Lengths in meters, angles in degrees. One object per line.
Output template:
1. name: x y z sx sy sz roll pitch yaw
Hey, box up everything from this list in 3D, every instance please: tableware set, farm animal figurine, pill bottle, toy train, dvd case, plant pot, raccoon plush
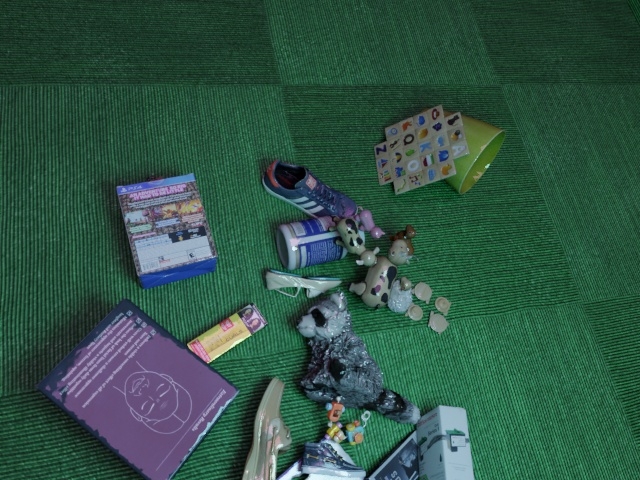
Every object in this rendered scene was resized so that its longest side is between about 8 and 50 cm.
1. tableware set: 0.374 0.231 1.724 0.169 0.020 0.141 31 62 0
2. farm animal figurine: 0.183 0.065 1.563 0.330 0.172 0.326 7 92 -31
3. pill bottle: 0.000 0.000 1.646 0.265 0.153 0.153 -11 71 -19
4. toy train: 0.078 0.521 1.426 0.166 0.046 0.125 26 85 -30
5. dvd case: 0.255 0.694 1.454 0.239 0.029 0.179 -25 76 -42
6. plant pot: 0.487 -0.368 1.889 0.293 0.274 0.275 39 63 20
7. raccoon plush: 0.109 0.362 1.554 0.446 0.216 0.299 37 44 -30

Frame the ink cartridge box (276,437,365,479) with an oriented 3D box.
1. ink cartridge box: 0.003 0.767 1.375 0.324 0.071 0.330 -32 76 -25

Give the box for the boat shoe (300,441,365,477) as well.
1. boat shoe: 0.038 0.604 1.385 0.183 0.065 0.083 10 65 -10

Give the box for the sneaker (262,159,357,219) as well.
1. sneaker: -0.027 -0.169 1.712 0.350 0.148 0.131 20 64 -6

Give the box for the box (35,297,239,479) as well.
1. box: -0.462 0.402 1.324 0.395 0.212 0.293 38 63 4

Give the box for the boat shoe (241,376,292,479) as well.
1. boat shoe: -0.133 0.550 1.382 0.110 0.121 0.341 10 60 3

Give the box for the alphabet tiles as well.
1. alphabet tiles: 0.357 -0.328 1.822 0.011 0.343 0.285 26 52 -53

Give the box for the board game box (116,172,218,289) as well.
1. board game box: -0.467 -0.030 1.540 0.232 0.141 0.291 -13 72 -20

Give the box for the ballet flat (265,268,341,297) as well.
1. ballet flat: -0.057 0.145 1.621 0.248 0.086 0.086 8 66 -10

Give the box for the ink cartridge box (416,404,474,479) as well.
1. ink cartridge box: 0.352 0.606 1.444 0.093 0.160 0.219 13 51 -13

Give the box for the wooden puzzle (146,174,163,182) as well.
1. wooden puzzle: -0.536 -0.183 1.661 0.049 0.006 0.083 -27 77 -23

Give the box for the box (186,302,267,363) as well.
1. box: -0.278 0.283 1.506 0.232 0.058 0.087 -30 79 -23
